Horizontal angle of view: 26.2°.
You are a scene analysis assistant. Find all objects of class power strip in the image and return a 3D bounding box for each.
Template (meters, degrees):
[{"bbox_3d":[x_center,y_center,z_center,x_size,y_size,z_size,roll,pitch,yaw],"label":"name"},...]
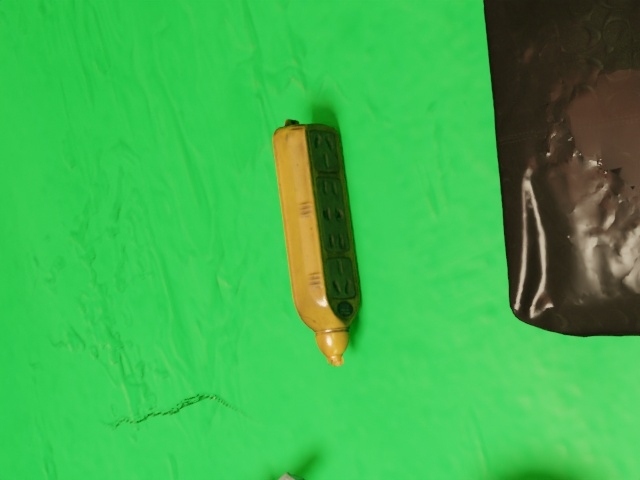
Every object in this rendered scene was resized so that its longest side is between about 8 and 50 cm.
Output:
[{"bbox_3d":[0.000,0.000,0.963,0.028,0.049,0.178,-10,84,35],"label":"power strip"}]

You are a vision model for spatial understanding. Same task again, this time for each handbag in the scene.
[{"bbox_3d":[0.200,-0.067,0.776,0.223,0.080,0.247,-6,88,39],"label":"handbag"}]

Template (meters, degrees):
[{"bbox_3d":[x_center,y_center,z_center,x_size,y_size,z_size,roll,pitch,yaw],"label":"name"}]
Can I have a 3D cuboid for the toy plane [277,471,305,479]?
[{"bbox_3d":[-0.048,0.239,0.998,0.171,0.065,0.162,14,100,41],"label":"toy plane"}]
